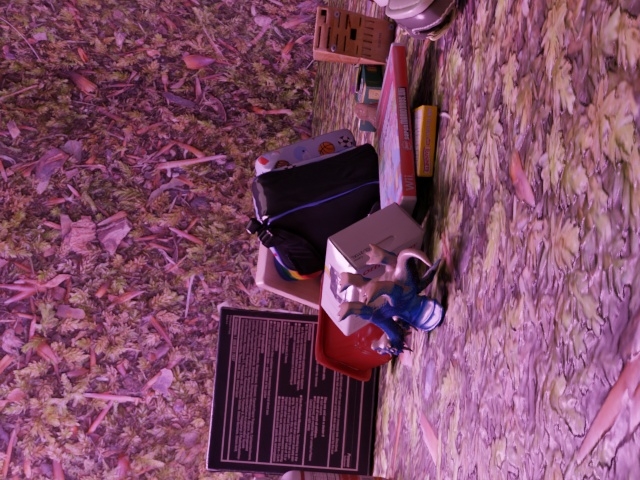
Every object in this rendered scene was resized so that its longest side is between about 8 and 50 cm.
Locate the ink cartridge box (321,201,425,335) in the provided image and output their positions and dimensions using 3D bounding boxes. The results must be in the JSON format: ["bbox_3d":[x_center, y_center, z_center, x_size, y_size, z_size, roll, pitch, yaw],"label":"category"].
[{"bbox_3d":[0.075,0.042,1.444,0.072,0.127,0.175,49,154,28],"label":"ink cartridge box"}]

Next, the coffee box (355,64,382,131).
[{"bbox_3d":[0.105,-0.331,2.148,0.184,0.040,0.113,-91,8,-53],"label":"coffee box"}]

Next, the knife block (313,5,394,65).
[{"bbox_3d":[0.019,-0.415,2.011,0.242,0.275,0.088,11,98,44],"label":"knife block"}]

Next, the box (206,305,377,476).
[{"bbox_3d":[-0.051,0.284,1.826,0.183,0.294,0.296,117,158,-83],"label":"box"}]

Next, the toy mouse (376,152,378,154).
[{"bbox_3d":[0.111,-0.126,1.909,0.143,0.031,0.161,103,171,-57],"label":"toy mouse"}]

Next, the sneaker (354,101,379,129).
[{"bbox_3d":[0.124,-0.240,1.883,0.118,0.067,0.042,38,126,48],"label":"sneaker"}]

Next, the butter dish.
[{"bbox_3d":[0.078,0.137,1.590,0.160,0.118,0.160,30,-121,-48],"label":"butter dish"}]

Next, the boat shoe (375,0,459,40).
[{"bbox_3d":[0.147,-0.333,1.362,0.109,0.091,0.305,-46,15,9],"label":"boat shoe"}]

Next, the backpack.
[{"bbox_3d":[0.001,-0.059,1.791,0.263,0.276,0.213,79,177,-57],"label":"backpack"}]

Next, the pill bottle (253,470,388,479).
[{"bbox_3d":[-0.001,0.426,1.537,0.121,0.216,0.121,-175,90,-86],"label":"pill bottle"}]

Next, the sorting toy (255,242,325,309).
[{"bbox_3d":[0.000,0.000,2.017,0.089,0.257,0.255,-8,68,40],"label":"sorting toy"}]

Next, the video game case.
[{"bbox_3d":[0.118,-0.139,1.554,0.204,0.025,0.285,100,170,-62],"label":"video game case"}]

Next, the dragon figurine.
[{"bbox_3d":[0.116,0.069,1.293,0.289,0.144,0.085,133,145,-53],"label":"dragon figurine"}]

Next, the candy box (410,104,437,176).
[{"bbox_3d":[0.148,-0.150,1.519,0.206,0.027,0.105,-140,52,-84],"label":"candy box"}]

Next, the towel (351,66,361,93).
[{"bbox_3d":[0.079,-0.356,2.169,0.083,0.009,0.060,-123,40,-82],"label":"towel"}]
